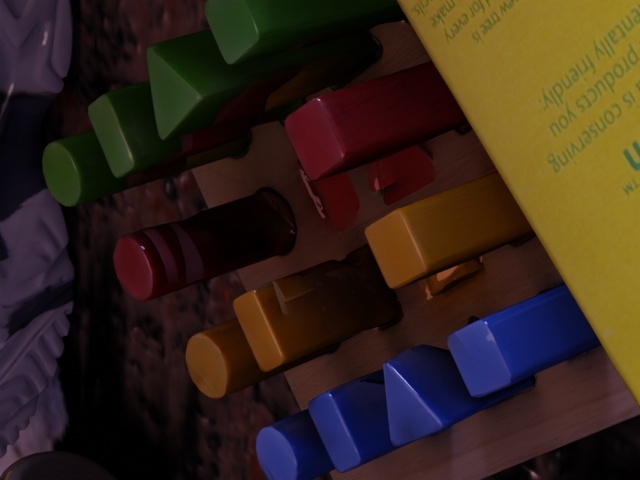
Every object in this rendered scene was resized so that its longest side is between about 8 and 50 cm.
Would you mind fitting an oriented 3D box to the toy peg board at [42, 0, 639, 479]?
[{"bbox_3d":[0.000,0.000,0.564,0.161,0.079,0.160,-33,79,53],"label":"toy peg board"}]

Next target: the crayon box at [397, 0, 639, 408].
[{"bbox_3d":[0.090,-0.102,0.403,0.318,0.081,0.202,61,143,13],"label":"crayon box"}]

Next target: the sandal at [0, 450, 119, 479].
[{"bbox_3d":[-0.050,0.147,0.708,0.049,0.072,0.180,-43,72,35],"label":"sandal"}]

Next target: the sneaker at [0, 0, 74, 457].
[{"bbox_3d":[-0.173,-0.024,0.760,0.153,0.094,0.235,32,129,41],"label":"sneaker"}]
